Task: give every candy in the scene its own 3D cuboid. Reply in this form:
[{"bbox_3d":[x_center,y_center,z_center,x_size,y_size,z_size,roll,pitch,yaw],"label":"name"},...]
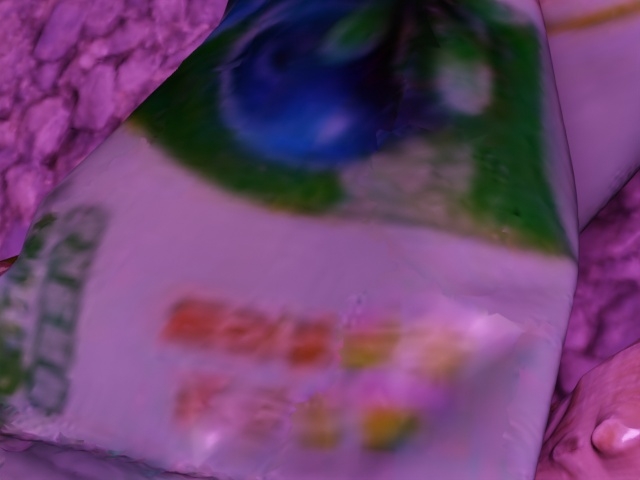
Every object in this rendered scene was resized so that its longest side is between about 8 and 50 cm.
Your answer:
[{"bbox_3d":[-0.002,-0.005,0.604,0.263,0.172,0.398,-1,32,31],"label":"candy"}]

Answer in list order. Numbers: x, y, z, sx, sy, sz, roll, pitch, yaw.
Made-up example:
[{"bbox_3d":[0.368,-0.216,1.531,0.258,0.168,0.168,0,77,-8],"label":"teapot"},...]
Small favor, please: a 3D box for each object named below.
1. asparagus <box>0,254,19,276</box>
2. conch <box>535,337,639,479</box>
[{"bbox_3d":[-0.210,0.028,0.924,0.248,0.025,0.024,-19,22,17],"label":"asparagus"},{"bbox_3d":[0.182,0.086,0.631,0.263,0.324,0.186,-2,107,51],"label":"conch"}]
